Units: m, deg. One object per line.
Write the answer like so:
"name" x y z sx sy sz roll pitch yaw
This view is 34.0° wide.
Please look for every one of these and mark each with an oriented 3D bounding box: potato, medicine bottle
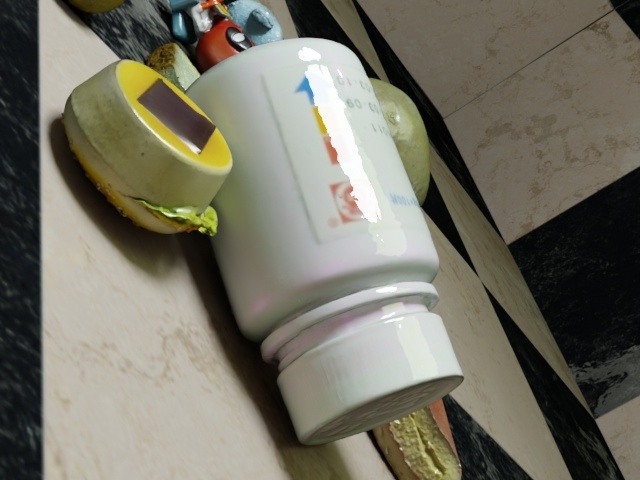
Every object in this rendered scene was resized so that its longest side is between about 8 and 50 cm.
"potato" 0.074 -0.114 1.406 0.235 0.160 0.178 61 43 -62
"medicine bottle" 0.000 0.000 0.832 0.170 0.170 0.293 26 41 -65

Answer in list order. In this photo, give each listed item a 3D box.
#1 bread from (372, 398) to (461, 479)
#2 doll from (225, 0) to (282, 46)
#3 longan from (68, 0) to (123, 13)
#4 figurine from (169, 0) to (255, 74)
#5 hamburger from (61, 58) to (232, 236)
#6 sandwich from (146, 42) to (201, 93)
"bread" 0.076 0.148 1.008 0.119 0.067 0.192 58 12 -35
"doll" -0.077 -0.209 1.289 0.120 0.075 0.180 16 -50 50
"longan" -0.200 -0.234 0.895 0.083 0.075 0.075 32 18 -7
"figurine" -0.117 -0.225 1.150 0.068 0.075 0.140 -10 79 -77
"hamburger" -0.122 -0.060 0.750 0.141 0.081 0.126 36 20 -27
"sandwich" -0.123 -0.129 0.985 0.105 0.035 0.093 51 14 -30
